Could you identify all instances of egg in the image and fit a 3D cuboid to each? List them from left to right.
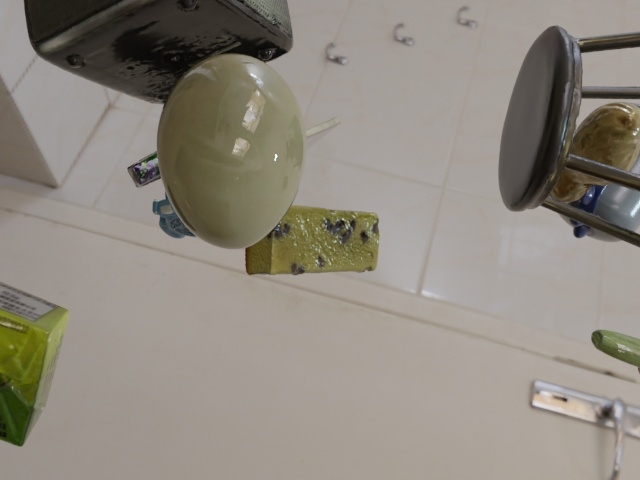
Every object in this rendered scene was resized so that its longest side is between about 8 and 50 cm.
[{"bbox_3d":[-0.111,-0.109,0.832,0.186,0.186,0.242,-42,140,-77],"label":"egg"}]

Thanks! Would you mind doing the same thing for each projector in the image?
[{"bbox_3d":[-0.311,-0.465,1.346,0.405,0.395,0.242,11,64,-63],"label":"projector"}]

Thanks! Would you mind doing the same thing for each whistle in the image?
[{"bbox_3d":[0.568,0.212,1.048,0.141,0.294,0.141,5,90,-88],"label":"whistle"}]

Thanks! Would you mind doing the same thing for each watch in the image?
[{"bbox_3d":[-0.366,-0.120,1.906,0.211,0.211,0.193,93,5,-57],"label":"watch"}]

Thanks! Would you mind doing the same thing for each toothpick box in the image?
[{"bbox_3d":[0.752,-0.157,1.715,0.355,0.263,0.263,-55,170,-5],"label":"toothpick box"}]

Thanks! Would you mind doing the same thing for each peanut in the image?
[{"bbox_3d":[0.601,-0.179,1.475,0.319,0.147,0.147,118,-8,-59],"label":"peanut"}]

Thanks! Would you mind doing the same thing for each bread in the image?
[{"bbox_3d":[-0.001,0.000,1.358,0.361,0.077,0.138,1,91,-50],"label":"bread"}]

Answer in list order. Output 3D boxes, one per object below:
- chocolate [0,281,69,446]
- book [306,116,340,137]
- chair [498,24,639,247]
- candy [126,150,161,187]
[{"bbox_3d":[-0.668,0.215,1.312,0.137,0.301,0.289,-70,-178,-67],"label":"chocolate"},{"bbox_3d":[-0.129,-0.185,1.717,0.374,0.028,0.262,-35,-176,27],"label":"book"},{"bbox_3d":[0.531,-0.164,1.087,0.364,0.410,0.362,91,7,-83],"label":"chair"},{"bbox_3d":[-0.290,-0.214,1.508,0.312,0.061,0.088,-32,-170,-21],"label":"candy"}]
